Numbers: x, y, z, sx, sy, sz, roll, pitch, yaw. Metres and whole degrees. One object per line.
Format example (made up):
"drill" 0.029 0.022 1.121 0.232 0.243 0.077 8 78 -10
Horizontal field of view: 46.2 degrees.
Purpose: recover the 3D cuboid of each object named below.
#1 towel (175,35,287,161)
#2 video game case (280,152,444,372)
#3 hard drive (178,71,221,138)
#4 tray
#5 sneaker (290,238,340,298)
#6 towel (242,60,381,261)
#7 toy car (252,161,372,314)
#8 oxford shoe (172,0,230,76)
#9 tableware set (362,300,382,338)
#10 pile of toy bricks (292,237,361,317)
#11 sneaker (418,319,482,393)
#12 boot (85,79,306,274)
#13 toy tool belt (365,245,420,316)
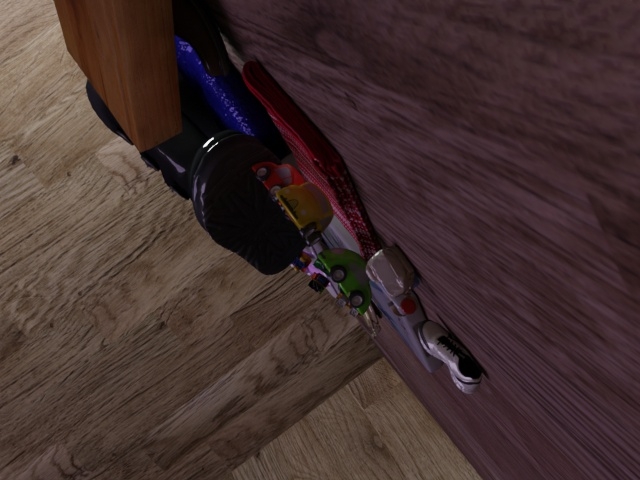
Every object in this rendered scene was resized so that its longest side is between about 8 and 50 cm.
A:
"towel" -0.177 -0.256 1.274 0.308 0.076 0.227 53 178 9
"video game case" 0.071 0.042 1.223 0.329 0.036 0.300 52 176 31
"hard drive" -0.223 -0.226 1.472 0.255 0.172 0.054 57 -145 -1
"tray" -0.248 -0.294 0.848 0.203 0.076 0.411 52 158 17
"sneaker" -0.052 0.034 1.683 0.282 0.161 0.102 57 -161 2
"towel" -0.007 -0.093 0.969 0.199 0.031 0.275 53 177 29
"toy car" 0.007 -0.004 0.962 0.225 0.053 0.239 54 178 -19
"oxford shoe" -0.206 -0.305 1.000 0.227 0.096 0.083 53 176 -18
"tableware set" 0.122 0.157 1.753 0.194 0.039 0.128 93 152 -76
"pile of toy bricks" 0.029 0.045 1.508 0.212 0.118 0.105 37 -156 6
"sneaker" 0.166 0.140 0.944 0.109 0.040 0.044 49 159 19
"boot" -0.232 -0.167 1.230 0.445 0.146 0.367 46 169 25
"toy tool belt" 0.095 0.045 0.891 0.083 0.052 0.051 56 -151 7
